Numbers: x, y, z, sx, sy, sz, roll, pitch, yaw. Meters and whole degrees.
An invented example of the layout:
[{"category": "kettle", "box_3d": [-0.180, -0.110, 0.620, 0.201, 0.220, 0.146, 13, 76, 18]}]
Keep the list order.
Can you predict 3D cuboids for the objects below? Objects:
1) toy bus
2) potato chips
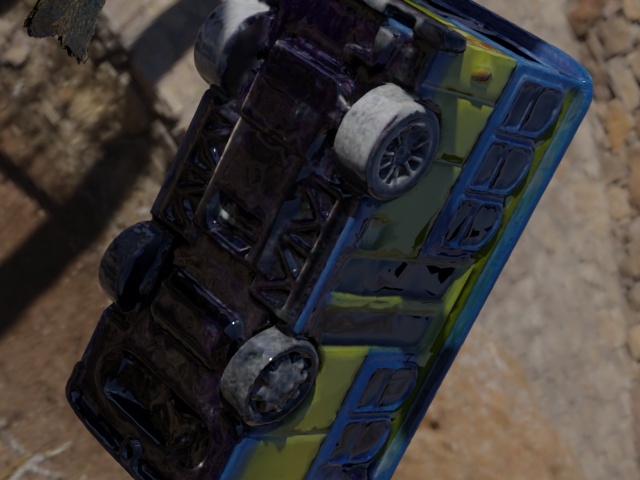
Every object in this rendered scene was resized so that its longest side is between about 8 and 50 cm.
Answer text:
[{"category": "toy bus", "box_3d": [0.000, 0.000, 0.766, 0.138, 0.287, 0.175, 37, 19, 34]}, {"category": "potato chips", "box_3d": [-0.181, -0.195, 1.111, 0.026, 0.142, 0.209, 19, 35, 3]}]
